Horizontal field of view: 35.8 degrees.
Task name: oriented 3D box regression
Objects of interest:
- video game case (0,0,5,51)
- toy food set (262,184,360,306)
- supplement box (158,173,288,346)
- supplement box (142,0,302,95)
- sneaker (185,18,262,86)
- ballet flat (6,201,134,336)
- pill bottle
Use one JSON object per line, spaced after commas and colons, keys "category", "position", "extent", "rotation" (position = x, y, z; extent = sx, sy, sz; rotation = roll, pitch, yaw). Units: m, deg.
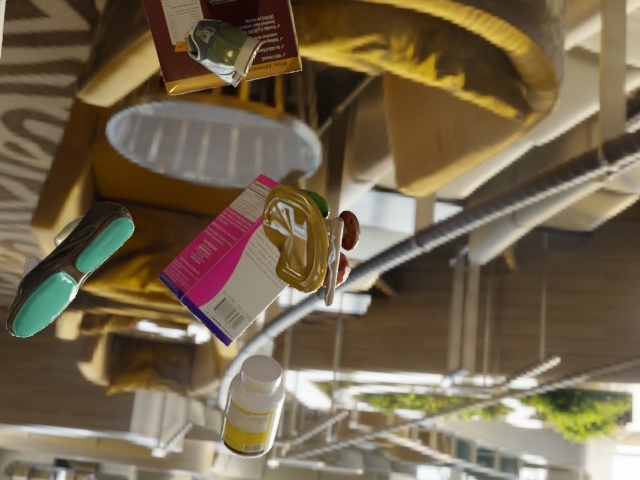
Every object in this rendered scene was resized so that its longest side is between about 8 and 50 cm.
{"category": "video game case", "position": [-0.444, -0.367, 1.211], "extent": [0.042, 0.210, 0.232], "rotation": [-3, 162, 4]}
{"category": "toy food set", "position": [0.000, 0.000, 1.261], "extent": [0.071, 0.128, 0.218], "rotation": [-6, -162, -27]}
{"category": "supplement box", "position": [-0.109, 0.025, 1.435], "extent": [0.111, 0.220, 0.114], "rotation": [50, 172, -30]}
{"category": "supplement box", "position": [-0.139, -0.327, 1.363], "extent": [0.191, 0.129, 0.194], "rotation": [-11, 121, 0]}
{"category": "sneaker", "position": [-0.126, -0.242, 1.236], "extent": [0.086, 0.064, 0.192], "rotation": [26, -179, -10]}
{"category": "ballet flat", "position": [-0.435, 0.042, 1.680], "extent": [0.096, 0.280, 0.095], "rotation": [34, 163, 34]}
{"category": "pill bottle", "position": [-0.122, 0.302, 1.819], "extent": [0.103, 0.103, 0.184], "rotation": [8, 124, -9]}
